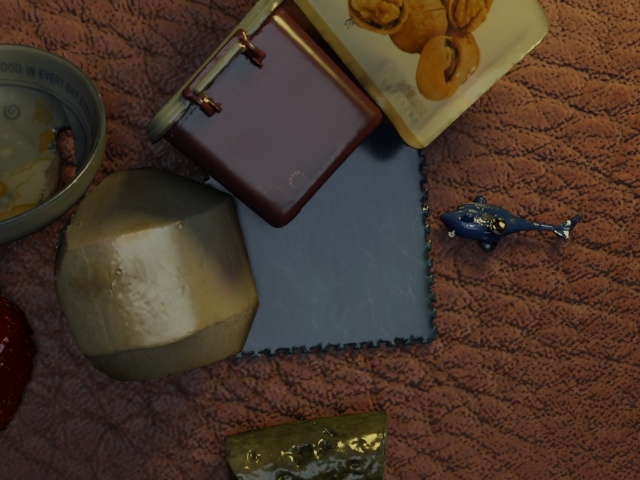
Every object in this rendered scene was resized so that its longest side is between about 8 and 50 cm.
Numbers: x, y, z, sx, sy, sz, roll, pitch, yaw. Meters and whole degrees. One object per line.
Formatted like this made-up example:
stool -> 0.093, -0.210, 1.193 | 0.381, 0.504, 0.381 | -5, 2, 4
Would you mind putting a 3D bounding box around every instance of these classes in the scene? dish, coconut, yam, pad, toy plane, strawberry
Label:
dish -> -0.363, -0.078, 1.213 | 0.273, 0.133, 0.273 | -1, 53, 1
coconut -> -0.181, 0.031, 1.183 | 0.241, 0.241, 0.241 | 0, 91, -4
yam -> -0.010, 0.258, 1.257 | 0.194, 0.107, 0.107 | -10, 91, -5
pad -> 0.000, 0.000, 1.299 | 0.269, 0.012, 0.269 | -6, 91, -4
toy plane -> 0.223, -0.022, 1.298 | 0.167, 0.054, 0.062 | 6, 65, -3
strawberry -> -0.402, 0.136, 1.247 | 0.147, 0.082, 0.187 | -17, 96, 5

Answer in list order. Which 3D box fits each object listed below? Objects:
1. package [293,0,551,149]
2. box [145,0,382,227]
package -> 0.062, -0.286, 1.170 | 0.221, 0.165, 0.311 | -44, 116, -3
box -> -0.058, -0.129, 1.150 | 0.167, 0.294, 0.193 | 44, 92, -9
